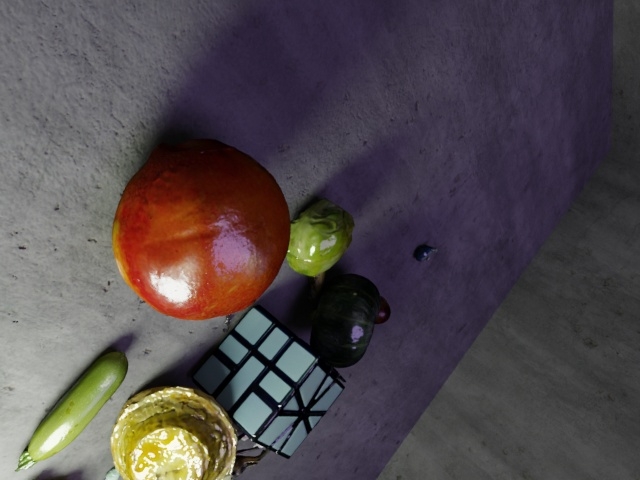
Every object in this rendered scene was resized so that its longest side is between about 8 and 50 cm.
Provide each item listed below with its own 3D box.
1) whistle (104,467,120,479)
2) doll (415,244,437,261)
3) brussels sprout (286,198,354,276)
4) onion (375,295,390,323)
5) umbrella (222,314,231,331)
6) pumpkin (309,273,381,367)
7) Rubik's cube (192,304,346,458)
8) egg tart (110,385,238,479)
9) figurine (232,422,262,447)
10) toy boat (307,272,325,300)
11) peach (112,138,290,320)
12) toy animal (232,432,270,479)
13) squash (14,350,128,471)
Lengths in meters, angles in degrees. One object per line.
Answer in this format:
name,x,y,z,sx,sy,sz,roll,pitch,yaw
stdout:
whistle,-0.548,0.624,1.568,0.100,0.035,0.035,-46,145,-13
doll,0.400,0.053,2.269,0.083,0.050,0.076,-23,152,-42
brussels sprout,0.000,0.000,1.620,0.223,0.161,0.223,-26,138,-26
onion,0.201,0.255,2.140,0.119,0.118,0.117,-59,151,4
umbrella,-0.254,0.204,1.607,0.022,0.013,0.122,-7,127,-23
pumpkin,0.071,0.246,1.846,0.300,0.207,0.300,16,90,-81
Rubik's cube,-0.139,0.401,1.672,0.293,0.283,0.288,-50,147,-15
egg tart,-0.370,0.526,1.473,0.341,0.341,0.129,-58,-172,3
figurine,-0.140,0.536,1.860,0.256,0.182,0.144,-41,135,13
toy boat,-0.017,0.119,1.804,0.049,0.047,0.149,-13,126,-29
peach,-0.237,-0.026,1.189,0.290,0.372,0.373,-58,171,-73
toy animal,-0.296,0.627,1.706,0.260,0.243,0.087,-15,94,-30
squash,-0.555,0.389,1.315,0.341,0.094,0.094,-49,146,-10
